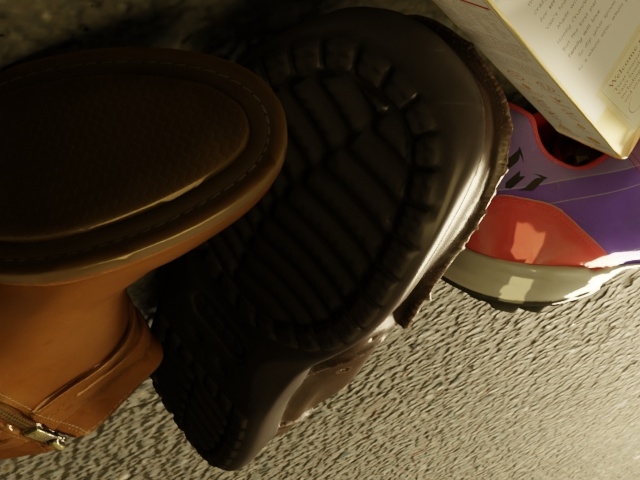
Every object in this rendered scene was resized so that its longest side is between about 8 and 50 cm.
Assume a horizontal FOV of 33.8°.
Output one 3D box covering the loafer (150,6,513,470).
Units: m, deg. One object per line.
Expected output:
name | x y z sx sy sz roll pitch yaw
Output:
loafer | 0.000 0.000 0.572 0.130 0.134 0.366 -29 166 -33

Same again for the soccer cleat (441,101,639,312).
soccer cleat | 0.200 -0.040 0.681 0.318 0.108 0.116 -10 120 -40

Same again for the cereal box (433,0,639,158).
cereal box | 0.109 -0.149 0.403 0.173 0.047 0.240 -60 145 2

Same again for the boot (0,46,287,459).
boot | -0.120 0.033 0.515 0.283 0.109 0.220 -27 150 6
